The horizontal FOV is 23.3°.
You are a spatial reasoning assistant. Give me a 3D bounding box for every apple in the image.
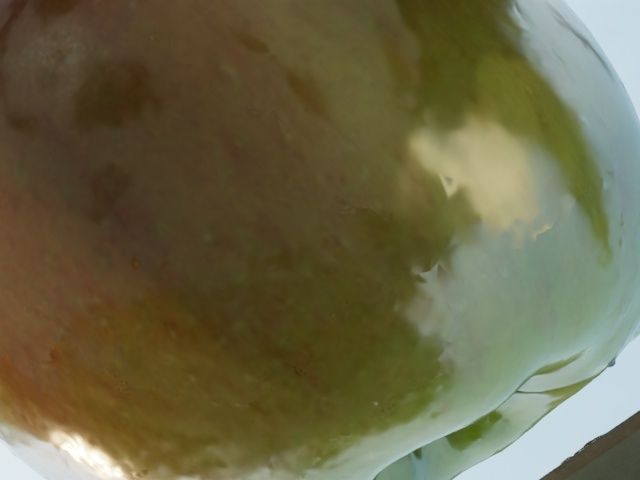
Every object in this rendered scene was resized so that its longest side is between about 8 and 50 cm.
[{"bbox_3d":[-0.014,-0.004,0.741,0.338,0.305,0.338,-45,169,-11],"label":"apple"}]

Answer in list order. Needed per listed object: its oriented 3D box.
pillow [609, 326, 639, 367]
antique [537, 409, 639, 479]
[{"bbox_3d":[0.217,0.029,1.319,0.186,0.250,0.106,24,-64,28],"label":"pillow"},{"bbox_3d":[0.239,0.226,1.143,0.146,0.152,0.148,-31,-139,-19],"label":"antique"}]
